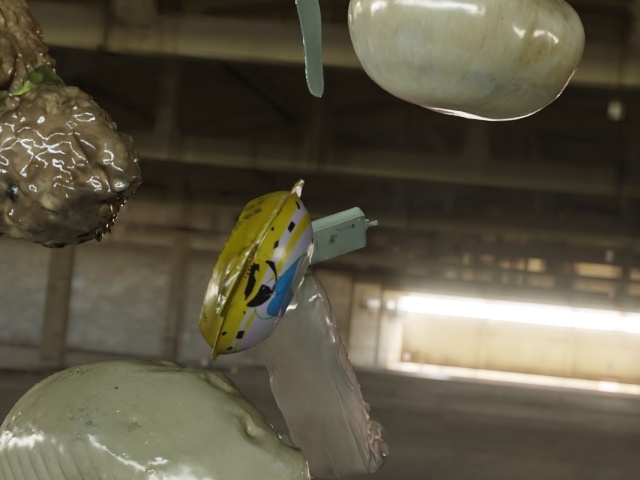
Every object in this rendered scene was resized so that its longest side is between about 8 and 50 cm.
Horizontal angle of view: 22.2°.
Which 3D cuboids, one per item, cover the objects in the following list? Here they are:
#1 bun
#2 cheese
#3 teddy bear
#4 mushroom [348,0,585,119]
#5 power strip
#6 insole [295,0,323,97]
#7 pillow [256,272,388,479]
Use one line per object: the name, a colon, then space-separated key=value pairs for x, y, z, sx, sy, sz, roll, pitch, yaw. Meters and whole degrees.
bun: x=-0.176 y=0.259 z=1.668 sx=0.326 sy=0.234 sz=0.362 roll=42 pitch=-44 yaw=-9
cheese: x=-0.045 y=0.021 z=1.282 sx=0.064 sy=0.157 sz=0.250 roll=27 pitch=6 yaw=2
teddy bear: x=-0.300 y=-0.086 z=1.227 sx=0.296 sy=0.223 sz=0.246 roll=-6 pitch=-26 yaw=-17
mushroom: x=0.160 y=-0.249 z=1.733 sx=0.253 sy=0.234 sz=0.260 roll=14 pitch=2 yaw=-5
power strip: x=0.000 y=0.000 z=1.770 sx=0.136 sy=0.051 sz=0.019 roll=-19 pitch=41 yaw=-15
insole: x=-0.012 y=-0.241 z=1.887 sx=0.002 sy=0.153 sz=0.053 roll=-7 pitch=-5 yaw=31
pillow: x=-0.013 y=0.167 z=1.950 sx=0.067 sy=0.270 sz=0.173 roll=-30 pitch=13 yaw=-35
